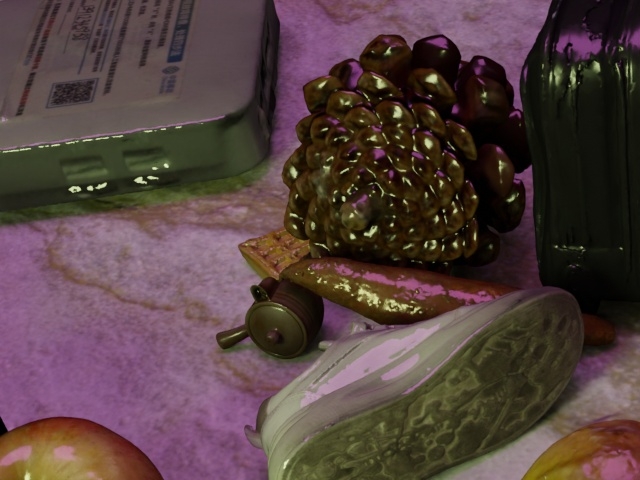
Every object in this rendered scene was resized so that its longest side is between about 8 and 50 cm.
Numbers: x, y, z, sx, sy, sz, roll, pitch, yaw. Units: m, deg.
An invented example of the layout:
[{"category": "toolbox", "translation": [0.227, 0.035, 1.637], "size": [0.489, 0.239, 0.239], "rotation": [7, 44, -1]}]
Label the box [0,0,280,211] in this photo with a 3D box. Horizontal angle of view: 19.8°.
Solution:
[{"category": "box", "translation": [-0.247, -0.183, 2.160], "size": [0.396, 0.111, 0.396], "rotation": [-7, 34, 8]}]

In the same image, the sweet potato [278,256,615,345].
[{"category": "sweet potato", "translation": [0.109, 0.065, 1.670], "size": [0.314, 0.066, 0.072], "rotation": [8, 79, 12]}]

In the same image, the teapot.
[{"category": "teapot", "translation": [-0.054, 0.070, 1.748], "size": [0.110, 0.085, 0.080], "rotation": [-15, 24, 35]}]

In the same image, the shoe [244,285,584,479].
[{"category": "shoe", "translation": [0.068, 0.122, 1.591], "size": [0.316, 0.124, 0.159], "rotation": [-28, 29, -21]}]

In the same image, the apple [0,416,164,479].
[{"category": "apple", "translation": [-0.218, 0.247, 1.462], "size": [0.209, 0.164, 0.209], "rotation": [-6, 45, 6]}]

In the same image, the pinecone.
[{"category": "pinecone", "translation": [0.088, -0.082, 1.775], "size": [0.264, 0.264, 0.264], "rotation": [-9, 33, 6]}]

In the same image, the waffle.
[{"category": "waffle", "translation": [0.000, 0.000, 1.877], "size": [0.152, 0.023, 0.097], "rotation": [-26, 37, -20]}]

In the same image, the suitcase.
[{"category": "suitcase", "translation": [0.299, -0.138, 1.694], "size": [0.188, 0.339, 0.345], "rotation": [3, 36, 17]}]

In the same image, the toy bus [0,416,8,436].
[{"category": "toy bus", "translation": [-0.438, 0.266, 1.519], "size": [0.386, 0.171, 0.162], "rotation": [-36, 29, -30]}]

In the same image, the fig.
[{"category": "fig", "translation": [0.180, 0.224, 1.400], "size": [0.257, 0.159, 0.159], "rotation": [-14, 29, 31]}]
